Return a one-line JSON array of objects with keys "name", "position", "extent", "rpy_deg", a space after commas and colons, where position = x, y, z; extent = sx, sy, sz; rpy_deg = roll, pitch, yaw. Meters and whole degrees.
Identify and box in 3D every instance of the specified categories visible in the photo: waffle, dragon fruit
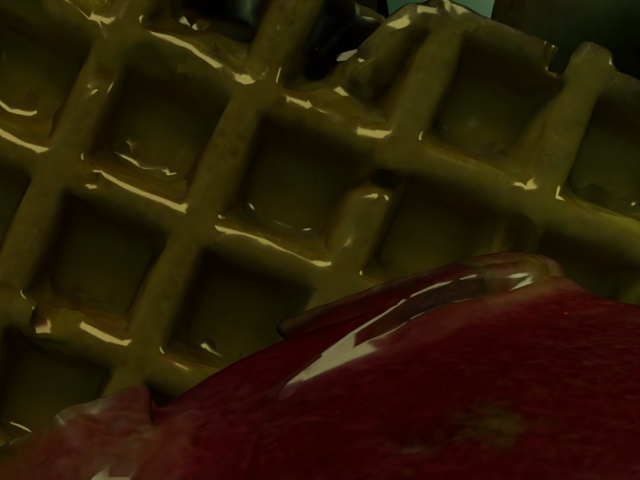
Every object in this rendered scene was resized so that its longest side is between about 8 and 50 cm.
[{"name": "waffle", "position": [-0.028, 0.004, 0.571], "extent": [0.309, 0.283, 0.065], "rpy_deg": [-22, -4, -7]}, {"name": "dragon fruit", "position": [0.060, 0.121, 0.399], "extent": [0.250, 0.250, 0.315], "rpy_deg": [-20, 43, -33]}]

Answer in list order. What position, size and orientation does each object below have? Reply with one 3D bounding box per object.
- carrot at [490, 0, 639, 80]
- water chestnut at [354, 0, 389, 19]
[{"name": "carrot", "position": [0.210, -0.092, 0.778], "extent": [0.224, 0.224, 0.341], "rpy_deg": [18, 33, 26]}, {"name": "water chestnut", "position": [-0.026, -0.191, 0.951], "extent": [0.300, 0.300, 0.300], "rpy_deg": [1, 30, -1]}]
